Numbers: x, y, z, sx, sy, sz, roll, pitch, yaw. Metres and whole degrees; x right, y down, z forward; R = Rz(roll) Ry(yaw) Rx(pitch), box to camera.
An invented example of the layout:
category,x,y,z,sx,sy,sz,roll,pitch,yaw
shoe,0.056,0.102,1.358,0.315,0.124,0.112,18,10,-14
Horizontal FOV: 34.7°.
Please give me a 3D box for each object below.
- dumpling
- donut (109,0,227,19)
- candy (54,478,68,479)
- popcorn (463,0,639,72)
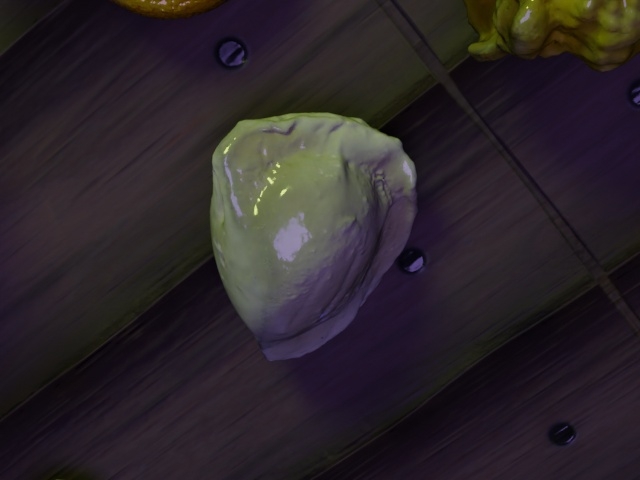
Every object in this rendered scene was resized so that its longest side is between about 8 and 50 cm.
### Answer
category,x,y,z,sx,sy,sz,roll,pitch,yaw
dumpling,0.000,0.000,0.868,0.179,0.131,0.252,-20,125,-18
donut,-0.113,-0.248,0.778,0.162,0.065,0.178,32,109,-15
candy,-0.332,0.327,1.042,0.288,0.078,0.084,-34,148,23
popcorn,0.174,-0.219,0.736,0.156,0.197,0.197,1,114,-1
